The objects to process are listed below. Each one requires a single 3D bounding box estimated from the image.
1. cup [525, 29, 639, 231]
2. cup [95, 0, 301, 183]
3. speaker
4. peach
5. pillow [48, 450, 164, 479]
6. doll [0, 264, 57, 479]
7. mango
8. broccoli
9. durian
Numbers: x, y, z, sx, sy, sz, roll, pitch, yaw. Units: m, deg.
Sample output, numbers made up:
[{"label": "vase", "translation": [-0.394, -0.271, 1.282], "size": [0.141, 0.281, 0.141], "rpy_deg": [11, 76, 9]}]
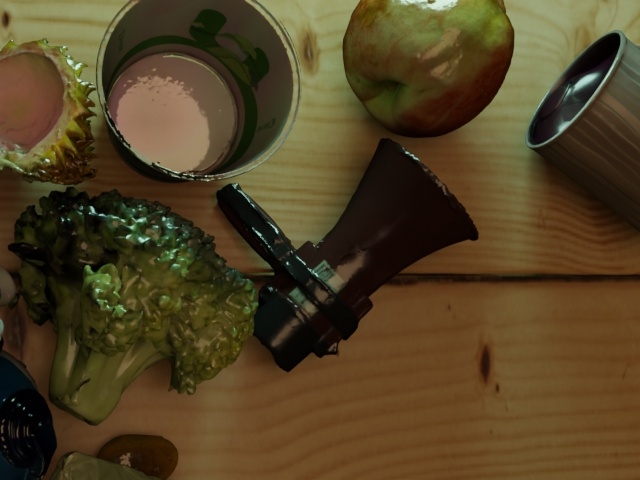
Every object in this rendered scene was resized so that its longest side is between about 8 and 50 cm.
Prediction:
[{"label": "cup", "translation": [0.465, -0.161, 1.926], "size": [0.273, 0.288, 0.208], "rpy_deg": [37, 111, -10]}, {"label": "cup", "translation": [-0.176, -0.181, 1.686], "size": [0.253, 0.274, 0.253], "rpy_deg": [2, 83, -14]}, {"label": "speaker", "translation": [0.014, -0.004, 1.773], "size": [0.329, 0.198, 0.259], "rpy_deg": [-38, 108, -8]}, {"label": "peach", "translation": [0.164, -0.274, 1.825], "size": [0.232, 0.232, 0.257], "rpy_deg": [48, 65, -6]}, {"label": "pillow", "translation": [-0.264, 0.423, 1.629], "size": [0.274, 0.076, 0.281], "rpy_deg": [31, 72, -51]}, {"label": "doll", "translation": [-0.458, 0.196, 1.564], "size": [0.284, 0.310, 0.240], "rpy_deg": [7, 38, 17]}, {"label": "mango", "translation": [-0.244, 0.295, 1.724], "size": [0.114, 0.057, 0.079], "rpy_deg": [-10, 82, -25]}, {"label": "broccoli", "translation": [-0.258, 0.090, 1.645], "size": [0.348, 0.293, 0.281], "rpy_deg": [46, 64, -46]}, {"label": "durian", "translation": [-0.371, -0.150, 1.651], "size": [0.186, 0.305, 0.195], "rpy_deg": [-60, 145, -10]}]
